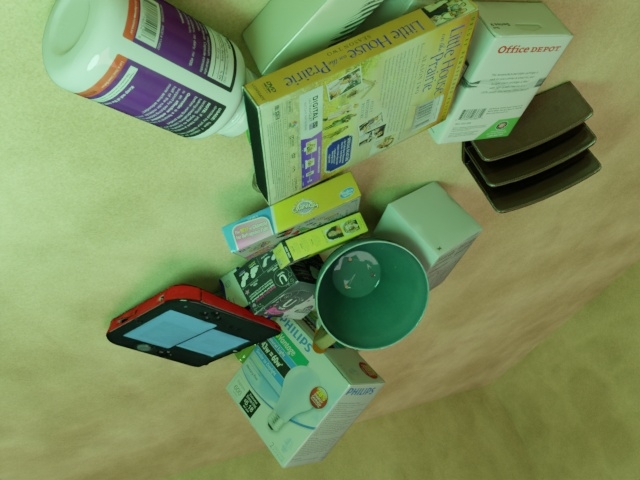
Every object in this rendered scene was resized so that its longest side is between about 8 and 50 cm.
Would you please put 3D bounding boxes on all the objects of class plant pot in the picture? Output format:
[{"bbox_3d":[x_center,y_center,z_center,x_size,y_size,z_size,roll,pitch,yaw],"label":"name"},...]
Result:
[{"bbox_3d":[0.116,0.115,1.652,0.291,0.195,0.289,-3,106,-9],"label":"plant pot"},{"bbox_3d":[-0.238,0.373,2.141,0.079,0.083,0.083,-46,146,13],"label":"plant pot"}]

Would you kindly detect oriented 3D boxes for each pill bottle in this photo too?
[{"bbox_3d":[-0.246,-0.271,0.984,0.181,0.181,0.323,-40,147,25],"label":"pill bottle"}]

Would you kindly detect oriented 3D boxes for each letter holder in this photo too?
[{"bbox_3d":[0.544,-0.228,1.595,0.302,0.214,0.152,-24,151,-1],"label":"letter holder"}]

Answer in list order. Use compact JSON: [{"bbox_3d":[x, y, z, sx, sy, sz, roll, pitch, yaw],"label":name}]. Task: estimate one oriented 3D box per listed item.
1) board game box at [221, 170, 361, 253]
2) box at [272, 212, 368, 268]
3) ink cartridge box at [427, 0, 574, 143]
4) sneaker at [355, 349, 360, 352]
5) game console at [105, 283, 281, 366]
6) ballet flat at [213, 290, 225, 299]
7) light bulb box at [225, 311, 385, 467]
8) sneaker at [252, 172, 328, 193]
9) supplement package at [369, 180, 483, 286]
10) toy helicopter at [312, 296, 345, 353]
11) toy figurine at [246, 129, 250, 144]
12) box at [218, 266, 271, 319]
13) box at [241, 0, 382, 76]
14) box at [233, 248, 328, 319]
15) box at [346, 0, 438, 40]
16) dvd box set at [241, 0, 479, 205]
[{"bbox_3d":[-0.060,-0.052,1.499,0.317,0.064,0.242,-24,174,-1],"label":"board game box"},{"bbox_3d":[0.000,0.000,1.594,0.232,0.058,0.087,-22,173,-24],"label":"box"},{"bbox_3d":[0.364,-0.357,1.349,0.211,0.121,0.289,-9,147,-25],"label":"ink cartridge box"},{"bbox_3d":[0.076,0.417,2.435,0.092,0.087,0.229,-43,153,17],"label":"sneaker"},{"bbox_3d":[-0.351,0.248,1.703,0.387,0.060,0.342,-27,136,37],"label":"game console"},{"bbox_3d":[-0.343,0.211,1.803,0.206,0.067,0.073,-25,150,0],"label":"ballet flat"},{"bbox_3d":[-0.055,0.475,2.055,0.361,0.358,0.225,-54,147,13],"label":"light bulb box"},{"bbox_3d":[-0.061,-0.150,1.430,0.189,0.066,0.071,-12,144,-23],"label":"sneaker"},{"bbox_3d":[0.273,0.014,1.758,0.198,0.199,0.262,-27,156,-34],"label":"supplement package"},{"bbox_3d":[0.076,0.203,1.905,0.235,0.140,0.355,-43,-173,41],"label":"toy helicopter"},{"bbox_3d":[-0.047,-0.253,1.265,0.159,0.130,0.173,-16,127,-42],"label":"toy figurine"},{"bbox_3d":[-0.202,0.158,1.760,0.072,0.126,0.137,-34,149,19],"label":"box"},{"bbox_3d":[0.000,-0.390,1.045,0.275,0.113,0.094,-40,148,27],"label":"box"},{"bbox_3d":[-0.088,0.117,1.727,0.163,0.142,0.247,-39,154,17],"label":"box"},{"bbox_3d":[0.147,-0.389,1.171,0.130,0.091,0.170,1,141,-40],"label":"box"},{"bbox_3d":[0.070,-0.245,1.135,0.421,0.062,0.307,-28,158,-13],"label":"dvd box set"}]
